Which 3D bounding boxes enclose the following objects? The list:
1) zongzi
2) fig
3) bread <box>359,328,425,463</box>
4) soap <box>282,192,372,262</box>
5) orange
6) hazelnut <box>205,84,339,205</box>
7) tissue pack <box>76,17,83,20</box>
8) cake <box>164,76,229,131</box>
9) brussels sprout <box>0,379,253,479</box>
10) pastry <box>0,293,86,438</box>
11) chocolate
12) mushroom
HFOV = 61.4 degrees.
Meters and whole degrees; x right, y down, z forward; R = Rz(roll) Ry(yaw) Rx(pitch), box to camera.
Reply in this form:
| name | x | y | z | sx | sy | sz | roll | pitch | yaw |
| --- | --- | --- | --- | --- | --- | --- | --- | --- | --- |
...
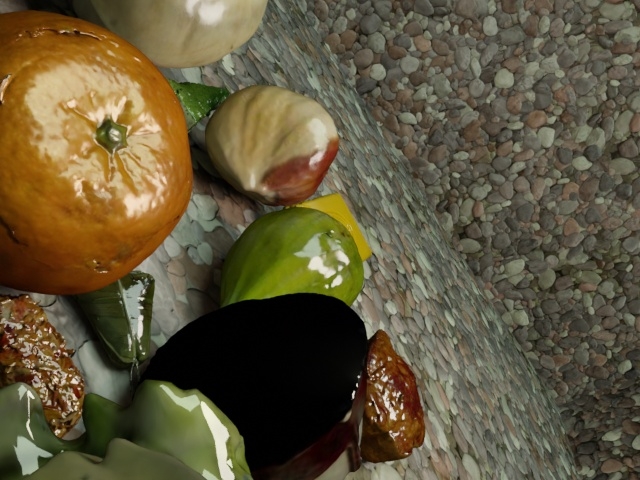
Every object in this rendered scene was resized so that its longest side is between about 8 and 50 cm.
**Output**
| name | x | y | z | sx | sy | sz | roll | pitch | yaw |
| --- | --- | --- | --- | --- | --- | --- | --- | --- | --- |
| zongzi | -0.266 | 0.106 | 0.635 | 0.130 | 0.062 | 0.154 | 12 | 64 | -33 |
| fig | -0.052 | 0.064 | 0.876 | 0.233 | 0.233 | 0.314 | 58 | 16 | -4 |
| bread | 0.121 | 0.314 | 1.052 | 0.232 | 0.135 | 0.247 | 57 | 22 | -7 |
| soap | 0.000 | 0.000 | 1.238 | 0.204 | 0.096 | 0.324 | 60 | 22 | 0 |
| orange | -0.272 | -0.086 | 0.562 | 0.283 | 0.226 | 0.284 | 1 | 89 | -52 |
| hazelnut | -0.099 | -0.171 | 1.044 | 0.261 | 0.261 | 0.241 | 45 | 52 | -31 |
| tissue pack | -0.374 | -0.284 | 0.833 | 0.058 | 0.074 | 0.095 | 27 | 39 | -42 |
| cake | -0.255 | -0.263 | 1.020 | 0.099 | 0.100 | 0.235 | 52 | 24 | -17 |
| brussels sprout | -0.125 | 0.314 | 0.291 | 0.425 | 0.342 | 0.361 | -143 | -130 | -59 |
| pastry | -0.286 | 0.117 | 0.529 | 0.170 | 0.063 | 0.087 | 59 | 24 | -4 |
| chocolate | -0.059 | 0.207 | 0.643 | 0.284 | 0.283 | 0.186 | -74 | 152 | -61 |
| mushroom | -0.265 | -0.434 | 0.861 | 0.353 | 0.353 | 0.325 | 37 | 20 | -43 |
